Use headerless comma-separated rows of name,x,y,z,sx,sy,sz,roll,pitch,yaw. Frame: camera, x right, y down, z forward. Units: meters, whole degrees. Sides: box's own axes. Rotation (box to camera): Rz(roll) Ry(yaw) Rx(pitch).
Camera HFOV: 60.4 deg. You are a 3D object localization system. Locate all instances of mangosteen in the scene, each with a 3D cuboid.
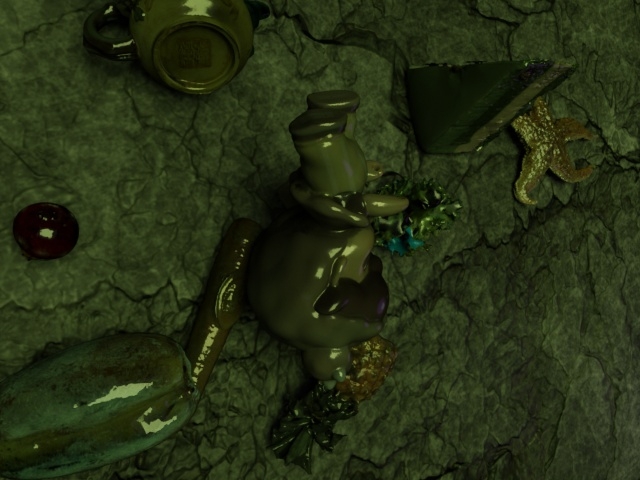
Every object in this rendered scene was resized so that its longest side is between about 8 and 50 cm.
mangosteen,-0.361,-0.011,0.728,0.081,0.081,0.081,3,84,-27

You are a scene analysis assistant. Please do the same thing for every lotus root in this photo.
lotus root,-0.320,0.215,0.699,0.322,0.140,0.158,-14,116,-18

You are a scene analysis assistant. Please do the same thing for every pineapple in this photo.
pineapple,0.019,0.249,0.879,0.128,0.128,0.248,39,77,-19

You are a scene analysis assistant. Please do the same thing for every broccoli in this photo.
broccoli,0.160,-0.050,0.950,0.167,0.160,0.155,26,74,-4

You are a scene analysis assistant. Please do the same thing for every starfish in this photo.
starfish,0.488,-0.232,1.189,0.299,0.060,0.302,-40,103,-22

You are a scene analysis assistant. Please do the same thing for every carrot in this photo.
carrot,-0.160,0.127,0.823,0.070,0.070,0.342,24,76,-23

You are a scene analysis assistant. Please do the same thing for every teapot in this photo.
teapot,-0.203,-0.317,0.800,0.269,0.173,0.183,-8,56,-12

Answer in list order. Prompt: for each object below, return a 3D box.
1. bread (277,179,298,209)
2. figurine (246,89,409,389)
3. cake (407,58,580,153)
bread,0.005,-0.072,0.879,0.077,0.152,0.105,-37,98,-24
figurine,0.000,-0.001,0.748,0.203,0.248,0.381,-3,122,-12
cake,0.300,-0.234,0.981,0.158,0.283,0.172,-12,107,-27
